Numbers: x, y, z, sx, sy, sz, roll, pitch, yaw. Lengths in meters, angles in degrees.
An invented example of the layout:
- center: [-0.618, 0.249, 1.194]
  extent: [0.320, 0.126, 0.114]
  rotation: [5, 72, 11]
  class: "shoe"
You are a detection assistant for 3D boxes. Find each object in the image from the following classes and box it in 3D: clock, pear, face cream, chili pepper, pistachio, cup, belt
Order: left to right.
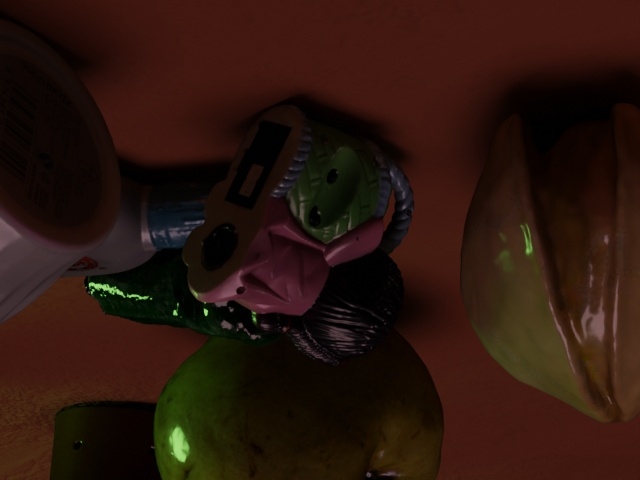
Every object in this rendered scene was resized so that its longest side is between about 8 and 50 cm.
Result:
- center: [-0.361, -0.008, 1.447]
  extent: [0.371, 0.253, 0.253]
  rotation: [-25, 148, 28]
  class: "cup"
- center: [-0.237, -0.015, 1.676]
  extent: [0.337, 0.080, 0.163]
  rotation: [-4, 160, 11]
  class: "face cream"
- center: [-0.198, 0.308, 2.410]
  extent: [0.339, 0.122, 0.217]
  rotation: [17, 155, -30]
  class: "belt"
- center: [-0.105, 0.047, 1.729]
  extent: [0.136, 0.099, 0.270]
  rotation: [24, 166, -31]
  class: "chili pepper"
- center: [-0.034, 0.211, 1.946]
  extent: [0.304, 0.304, 0.304]
  rotation: [1, 157, 0]
  class: "pear"
- center: [0.000, 0.000, 1.567]
  extent: [0.195, 0.194, 0.100]
  rotation: [32, 174, -37]
  class: "clock"
- center: [0.231, 0.020, 1.550]
  extent: [0.229, 0.238, 0.321]
  rotation: [-9, 136, 9]
  class: "pistachio"
